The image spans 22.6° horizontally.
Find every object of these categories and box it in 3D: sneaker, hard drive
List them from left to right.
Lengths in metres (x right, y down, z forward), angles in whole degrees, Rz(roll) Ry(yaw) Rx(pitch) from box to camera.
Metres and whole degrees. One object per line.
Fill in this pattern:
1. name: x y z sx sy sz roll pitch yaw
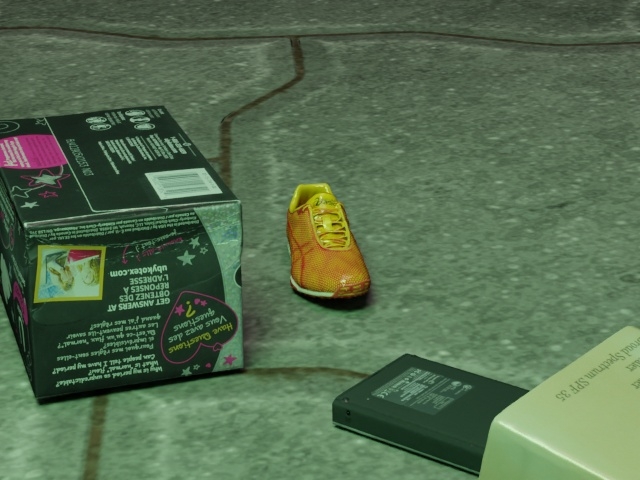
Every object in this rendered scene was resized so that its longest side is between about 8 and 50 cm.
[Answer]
1. sneaker: 0.000 0.000 1.330 0.064 0.067 0.175 -5 23 -13
2. hard drive: 0.089 0.117 1.088 0.135 0.022 0.094 15 27 35

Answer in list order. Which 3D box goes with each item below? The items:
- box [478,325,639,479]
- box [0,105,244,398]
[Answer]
1. box: 0.231 0.173 0.738 0.311 0.121 0.148 25 31 29
2. box: -0.163 0.002 1.235 0.163 0.142 0.247 -7 23 -17
